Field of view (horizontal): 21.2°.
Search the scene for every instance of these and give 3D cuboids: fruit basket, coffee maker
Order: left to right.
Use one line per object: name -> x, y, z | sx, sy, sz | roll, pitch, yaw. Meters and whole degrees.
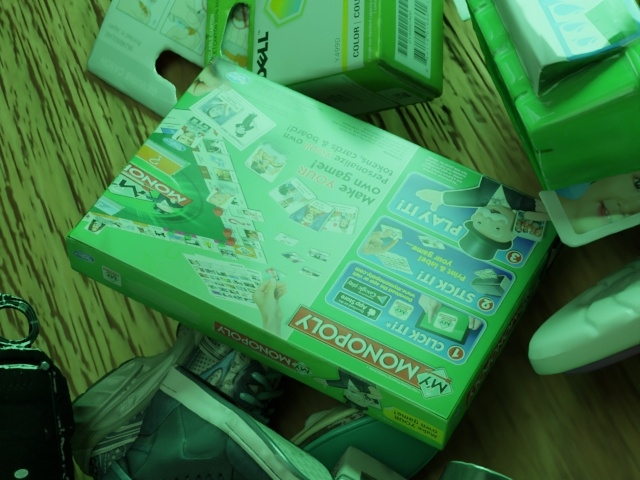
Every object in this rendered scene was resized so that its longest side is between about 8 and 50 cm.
coffee maker -> -0.264, 0.155, 1.373 | 0.178, 0.120, 0.171 | -39, 33, 60
fruit basket -> 0.290, -0.176, 1.252 | 0.353, 0.165, 0.327 | -26, 47, 10

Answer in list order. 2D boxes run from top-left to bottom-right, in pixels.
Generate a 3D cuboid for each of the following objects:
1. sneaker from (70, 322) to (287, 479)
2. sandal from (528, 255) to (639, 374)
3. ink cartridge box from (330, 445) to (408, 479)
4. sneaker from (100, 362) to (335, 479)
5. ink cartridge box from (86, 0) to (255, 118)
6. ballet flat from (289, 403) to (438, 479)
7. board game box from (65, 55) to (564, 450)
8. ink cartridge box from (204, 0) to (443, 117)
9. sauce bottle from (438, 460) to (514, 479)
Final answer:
sneaker -> -0.067, 0.115, 1.351 | 0.283, 0.110, 0.122 | -42, 63, 9
sandal -> 0.336, 0.015, 1.147 | 0.416, 0.169, 0.102 | -28, 92, 14
ink cartridge box -> 0.010, 0.217, 1.185 | 0.099, 0.056, 0.135 | -57, 3, 17
sneaker -> -0.087, 0.191, 1.194 | 0.163, 0.086, 0.226 | -55, 28, -7
ink cartridge box -> -0.024, -0.268, 1.578 | 0.308, 0.091, 0.385 | 32, 98, 39
ballet flat -> -0.015, 0.176, 1.287 | 0.248, 0.086, 0.086 | -35, 50, 9
board game box -> 0.000, 0.000, 1.285 | 0.317, 0.046, 0.213 | 25, 57, 16
ink cartridge box -> -0.027, -0.196, 1.439 | 0.255, 0.097, 0.189 | -10, 71, 35
sauce bottle -> 0.053, 0.315, 1.133 | 0.111, 0.111, 0.344 | 12, 71, 36
